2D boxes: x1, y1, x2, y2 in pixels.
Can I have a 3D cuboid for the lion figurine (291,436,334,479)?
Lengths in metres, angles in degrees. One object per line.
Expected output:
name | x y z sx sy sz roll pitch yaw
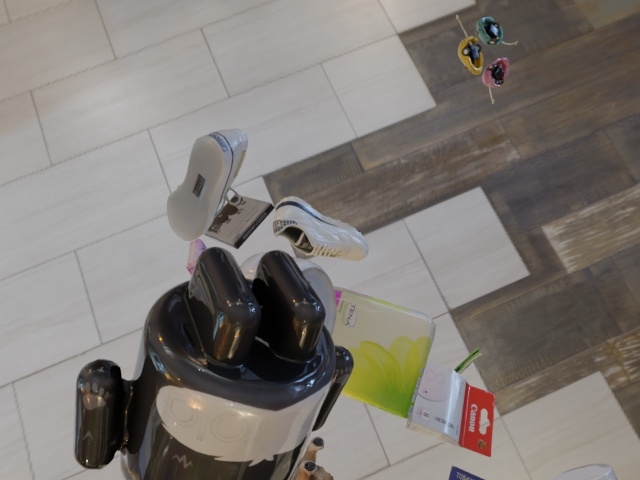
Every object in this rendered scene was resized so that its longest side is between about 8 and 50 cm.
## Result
lion figurine | -0.121 0.581 1.261 0.392 0.240 0.142 14 30 3

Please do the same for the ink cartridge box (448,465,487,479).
ink cartridge box | 0.386 0.762 1.265 0.071 0.324 0.330 28 73 -34

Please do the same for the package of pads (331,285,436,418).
package of pads | 0.095 0.239 1.185 0.296 0.101 0.229 17 82 16

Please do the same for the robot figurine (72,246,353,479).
robot figurine | -0.089 0.143 0.482 0.209 0.173 0.278 21 116 4

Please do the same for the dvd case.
dvd case | -0.270 -0.066 1.682 0.179 0.029 0.238 -50 35 -16

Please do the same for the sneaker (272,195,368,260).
sneaker | 0.000 0.000 1.119 0.235 0.090 0.095 25 41 -20

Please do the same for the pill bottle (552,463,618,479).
pill bottle | 0.428 0.454 0.760 0.124 0.124 0.222 -19 73 -3

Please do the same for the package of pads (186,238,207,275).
package of pads | -0.247 0.040 1.061 0.032 0.050 0.083 -21 36 7

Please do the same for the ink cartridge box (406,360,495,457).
ink cartridge box | 0.358 0.443 1.392 0.232 0.066 0.189 16 51 6

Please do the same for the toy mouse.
toy mouse | 0.292 -0.326 0.910 0.143 0.031 0.161 -33 109 -30

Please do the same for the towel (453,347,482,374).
towel | 0.433 0.360 1.537 0.113 0.152 0.023 -46 69 5

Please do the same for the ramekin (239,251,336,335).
ramekin | -0.060 0.124 0.912 0.109 0.207 0.207 1 70 35

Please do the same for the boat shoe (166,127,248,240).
boat shoe | -0.267 -0.144 1.298 0.136 0.367 0.156 43 45 10
